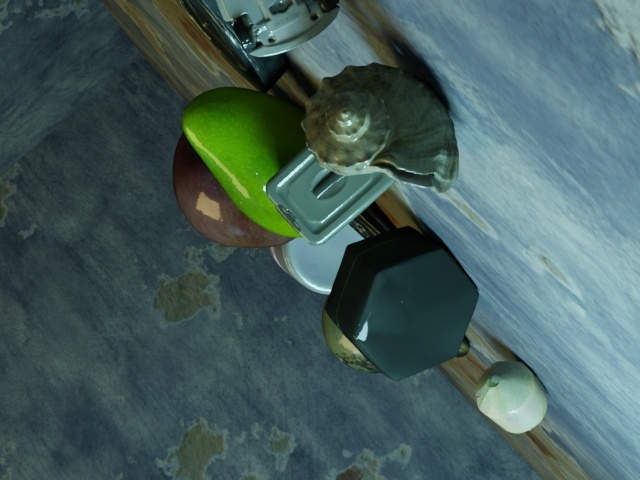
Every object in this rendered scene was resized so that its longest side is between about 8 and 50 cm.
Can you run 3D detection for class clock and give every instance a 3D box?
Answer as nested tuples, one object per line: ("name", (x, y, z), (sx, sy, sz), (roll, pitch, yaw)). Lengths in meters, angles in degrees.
("clock", (-0.156, -0.349, 1.521), (0.280, 0.055, 0.280), (49, 176, 4))

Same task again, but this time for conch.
("conch", (0.070, -0.097, 0.980), (0.155, 0.130, 0.207), (61, -165, 20))

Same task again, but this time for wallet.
("wallet", (0.082, -0.039, 1.908), (0.245, 0.052, 0.168), (46, 169, -9))

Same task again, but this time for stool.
("stool", (0.130, 0.099, 1.609), (0.232, 0.232, 0.141), (51, 173, -31))

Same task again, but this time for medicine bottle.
("medicine bottle", (0.000, 0.000, 2.143), (0.202, 0.202, 0.316), (49, 176, -11))

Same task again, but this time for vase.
("vase", (0.182, 0.191, 2.195), (0.329, 0.241, 0.302), (21, 170, -17))

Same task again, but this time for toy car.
("toy car", (-0.054, -0.266, 0.979), (0.139, 0.112, 0.112), (61, -174, -28))

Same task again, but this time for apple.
("apple", (-0.129, -0.115, 1.797), (0.306, 0.305, 0.235), (45, 159, 44))

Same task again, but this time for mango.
("mango", (-0.076, -0.123, 1.547), (0.343, 0.192, 0.156), (30, 163, -33))

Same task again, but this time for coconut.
("coconut", (0.339, 0.275, 1.776), (0.122, 0.116, 0.116), (45, 179, -41))

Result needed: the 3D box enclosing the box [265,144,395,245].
("box", (0.019, -0.088, 1.428), (0.124, 0.172, 0.093), (50, -169, -1))
